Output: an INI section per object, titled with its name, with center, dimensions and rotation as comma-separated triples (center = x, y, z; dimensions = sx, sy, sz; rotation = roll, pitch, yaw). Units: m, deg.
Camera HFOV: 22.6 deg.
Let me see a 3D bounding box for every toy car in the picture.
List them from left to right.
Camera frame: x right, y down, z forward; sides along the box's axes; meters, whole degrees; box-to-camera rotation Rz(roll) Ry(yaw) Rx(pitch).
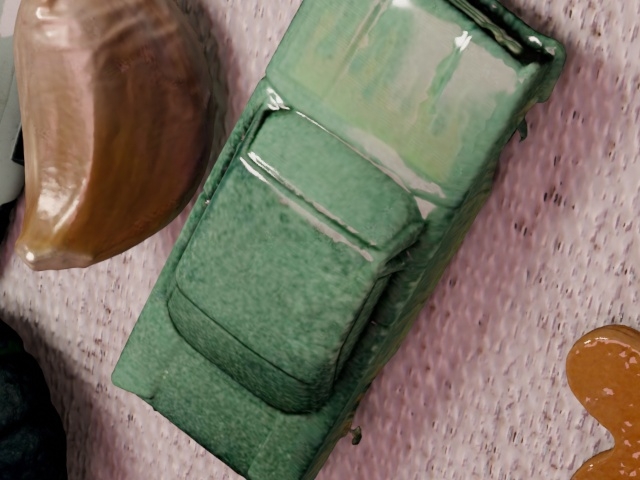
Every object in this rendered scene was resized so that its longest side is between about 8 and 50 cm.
[toy car]
center = 0.000, 0.000, 0.848
dimensions = 0.141, 0.097, 0.321
rotation = 36, 122, 12

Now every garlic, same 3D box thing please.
[garlic]
center = -0.123, -0.088, 0.865
dimensions = 0.090, 0.128, 0.198
rotation = 18, 120, 40

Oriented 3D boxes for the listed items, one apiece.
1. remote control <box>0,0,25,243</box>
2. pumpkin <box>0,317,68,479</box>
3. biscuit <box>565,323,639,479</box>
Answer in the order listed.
[remote control]
center = -0.212, -0.075, 0.970
dimensions = 0.097, 0.045, 0.256
rotation = 31, 122, 16
[pumpkin]
center = -0.286, 0.147, 0.972
dimensions = 0.248, 0.248, 0.248
rotation = 10, 112, 26
[biscuit]
center = 0.205, 0.087, 0.805
dimensions = 0.165, 0.036, 0.250
rotation = 35, 117, 14
